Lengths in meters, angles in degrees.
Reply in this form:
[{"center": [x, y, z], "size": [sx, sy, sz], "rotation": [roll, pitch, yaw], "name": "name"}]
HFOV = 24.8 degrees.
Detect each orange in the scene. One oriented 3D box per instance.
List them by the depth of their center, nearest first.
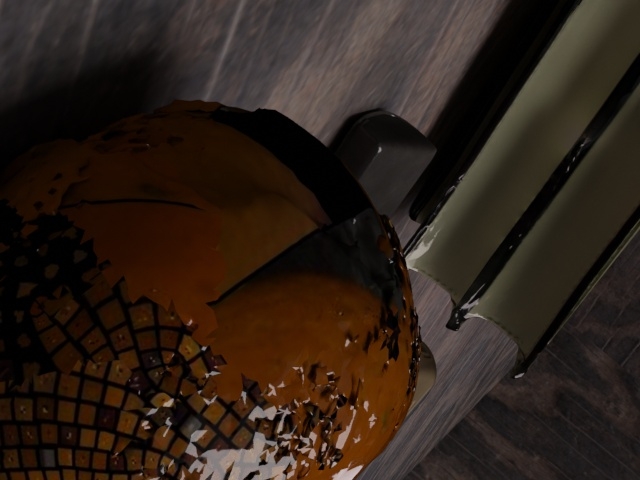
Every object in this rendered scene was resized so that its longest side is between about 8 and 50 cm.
[{"center": [-0.070, 0.054, 0.590], "size": [0.234, 0.182, 0.234], "rotation": [-45, 179, -1], "name": "orange"}]

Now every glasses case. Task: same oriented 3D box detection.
[{"center": [-0.001, 0.001, 0.944], "size": [0.072, 0.042, 0.191], "rotation": [-15, 144, -56], "name": "glasses case"}]

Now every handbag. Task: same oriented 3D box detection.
[{"center": [0.213, -0.099, 1.122], "size": [0.236, 0.160, 0.358], "rotation": [-42, 167, -51], "name": "handbag"}]

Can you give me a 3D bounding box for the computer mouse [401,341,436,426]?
[{"center": [0.042, 0.145, 1.406], "size": [0.145, 0.082, 0.236], "rotation": [-50, 165, 6], "name": "computer mouse"}]
